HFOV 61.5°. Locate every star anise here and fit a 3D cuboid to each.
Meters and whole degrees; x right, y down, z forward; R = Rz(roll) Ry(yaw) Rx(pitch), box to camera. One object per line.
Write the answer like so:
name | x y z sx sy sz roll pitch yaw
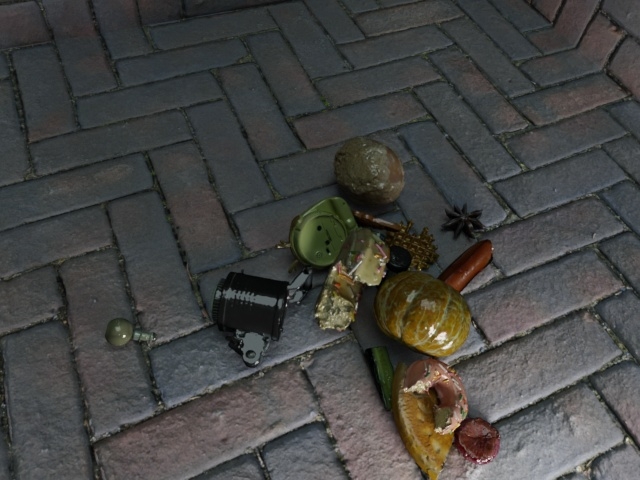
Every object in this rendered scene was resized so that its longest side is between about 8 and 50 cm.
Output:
star anise | 0.588 -0.074 2.189 0.180 0.061 0.204 41 60 20

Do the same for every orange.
orange | 0.334 0.239 1.773 0.329 0.329 0.249 23 77 10

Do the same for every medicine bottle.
medicine bottle | 0.198 0.063 2.018 0.092 0.061 0.221 4 63 43

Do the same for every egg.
egg | 0.198 -0.276 2.175 0.279 0.279 0.310 -36 59 -27

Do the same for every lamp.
lamp | -0.621 0.310 1.775 0.163 0.091 0.091 13 52 -17
lamp | -0.226 0.208 1.804 0.272 0.205 0.374 28 67 9

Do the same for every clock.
clock | -0.007 -0.003 1.978 0.307 0.096 0.235 -31 107 -15

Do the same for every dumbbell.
dumbbell | 0.262 0.110 1.939 0.100 0.191 0.100 3 54 -4

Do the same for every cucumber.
cucumber | 0.205 0.457 1.772 0.077 0.062 0.212 0 61 -28

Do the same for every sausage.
sausage | 0.541 0.106 2.032 0.330 0.102 0.102 -37 65 -26

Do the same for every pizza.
pizza | 0.318 0.555 1.685 0.182 0.074 0.366 -6 61 -29

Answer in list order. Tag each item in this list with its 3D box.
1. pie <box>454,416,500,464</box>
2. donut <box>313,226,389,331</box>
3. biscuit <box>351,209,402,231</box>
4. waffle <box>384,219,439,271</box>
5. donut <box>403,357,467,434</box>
pie | 0.493 0.625 1.688 0.153 0.038 0.154 4 52 -5
donut | 0.110 0.122 1.826 0.150 0.371 0.307 25 39 -5
biscuit | 0.184 -0.075 2.075 0.280 0.183 0.043 21 90 24
waffle | 0.341 0.022 2.100 0.228 0.051 0.232 -11 57 -14
donut | 0.370 0.466 1.670 0.233 0.085 0.199 50 43 2
